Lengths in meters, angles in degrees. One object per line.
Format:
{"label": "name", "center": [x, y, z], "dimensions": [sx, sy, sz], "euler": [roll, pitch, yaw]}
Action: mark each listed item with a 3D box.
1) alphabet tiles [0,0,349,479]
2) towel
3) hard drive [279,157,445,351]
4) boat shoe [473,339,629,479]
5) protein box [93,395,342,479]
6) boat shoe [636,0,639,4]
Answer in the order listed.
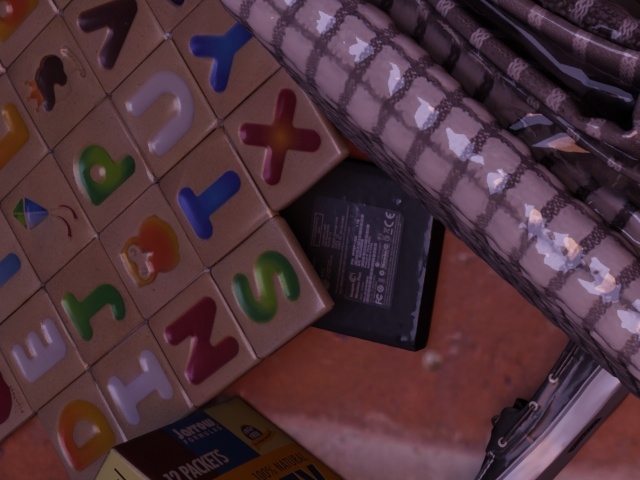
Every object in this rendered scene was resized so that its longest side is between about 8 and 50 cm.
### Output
{"label": "alphabet tiles", "center": [-0.139, -0.027, 0.903], "dimensions": [0.342, 0.011, 0.285], "euler": [-38, 77, 35]}
{"label": "towel", "center": [0.098, -0.048, 0.667], "dimensions": [0.235, 0.283, 0.121], "euler": [42, 92, 18]}
{"label": "hard drive", "center": [0.000, 0.000, 0.867], "dimensions": [0.135, 0.022, 0.094], "euler": [13, 101, 24]}
{"label": "boat shoe", "center": [0.112, 0.096, 0.812], "dimensions": [0.040, 0.049, 0.142], "euler": [46, 106, 21]}
{"label": "protein box", "center": [-0.045, 0.231, 0.850], "dimensions": [0.201, 0.136, 0.200], "euler": [36, 110, 18]}
{"label": "boat shoe", "center": [0.129, -0.161, 0.644], "dimensions": [0.257, 0.095, 0.095], "euler": [43, 136, -8]}
